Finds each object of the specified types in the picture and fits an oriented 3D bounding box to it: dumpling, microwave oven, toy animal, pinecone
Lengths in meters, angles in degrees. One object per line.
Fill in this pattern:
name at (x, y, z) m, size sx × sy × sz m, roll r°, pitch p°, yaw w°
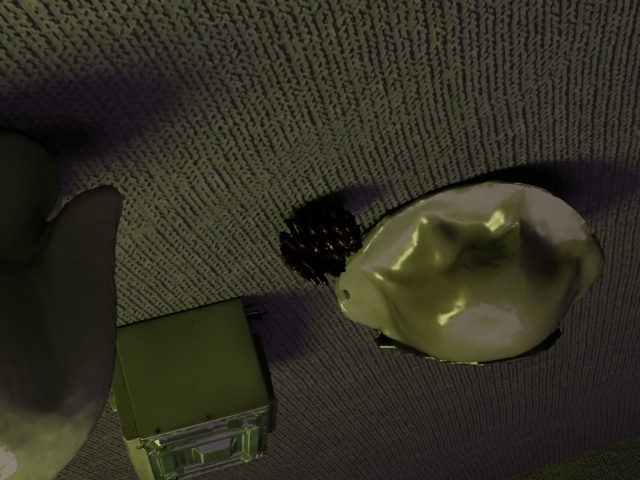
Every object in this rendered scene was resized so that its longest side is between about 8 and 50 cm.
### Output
dumpling at (0.160, 0.046, 1.315) m, size 0.293 × 0.163 × 0.204 m, roll -6°, pitch 164°, yaw 3°
microwave oven at (-0.144, 0.186, 1.446) m, size 0.194 × 0.145 × 0.240 m, roll -11°, pitch 158°, yaw -8°
toy animal at (-0.262, 0.062, 0.877) m, size 0.272 × 0.264 × 0.206 m, roll -6°, pitch 155°, yaw -23°
pinecone at (0.000, 0.000, 1.193) m, size 0.077 × 0.077 × 0.083 m, roll 11°, pitch 122°, yaw -51°
